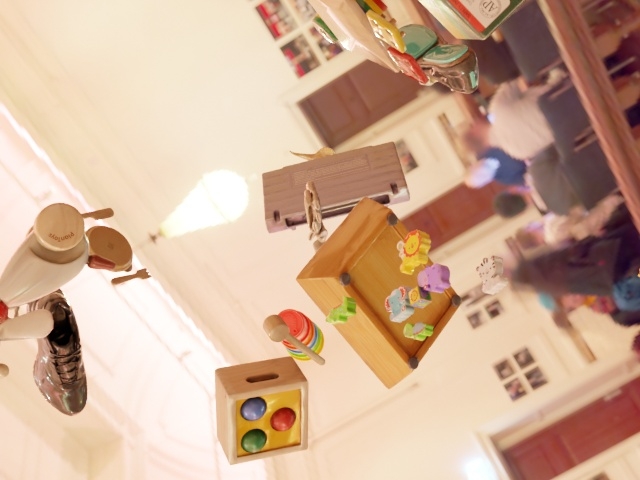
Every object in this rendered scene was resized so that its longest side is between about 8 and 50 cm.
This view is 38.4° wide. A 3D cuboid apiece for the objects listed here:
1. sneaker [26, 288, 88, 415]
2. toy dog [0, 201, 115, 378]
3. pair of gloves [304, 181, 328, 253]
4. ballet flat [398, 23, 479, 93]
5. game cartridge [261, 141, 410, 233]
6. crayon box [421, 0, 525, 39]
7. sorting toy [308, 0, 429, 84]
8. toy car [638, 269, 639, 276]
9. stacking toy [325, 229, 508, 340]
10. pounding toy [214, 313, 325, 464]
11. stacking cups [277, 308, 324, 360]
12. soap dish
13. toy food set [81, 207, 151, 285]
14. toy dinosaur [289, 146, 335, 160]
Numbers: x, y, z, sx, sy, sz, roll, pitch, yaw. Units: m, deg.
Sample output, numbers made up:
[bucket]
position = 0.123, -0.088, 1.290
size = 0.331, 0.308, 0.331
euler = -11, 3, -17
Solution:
[sneaker]
position = -0.545, 0.241, 1.921
size = 0.130, 0.109, 0.286
euler = 15, 120, 58
[toy dog]
position = -0.477, 0.099, 1.576
size = 0.161, 0.333, 0.220
euler = 31, -178, -15
[pair of gloves]
position = 0.000, 0.000, 2.046
size = 0.204, 0.042, 0.240
euler = -85, -13, -75
[ballet flat]
position = 0.215, -0.333, 1.732
size = 0.096, 0.095, 0.280
euler = 57, 178, -30
[game cartridge]
position = 0.032, -0.134, 2.288
size = 0.230, 0.355, 0.068
euler = -97, -7, -58
[crayon box]
position = 0.079, -0.390, 1.053
size = 0.363, 0.106, 0.313
euler = 44, -170, -6
[sorting toy]
position = 0.050, -0.286, 1.163
size = 0.132, 0.046, 0.274
euler = 44, 177, -39
[toy car]
position = 0.550, 0.042, 1.386
size = 0.060, 0.122, 0.040
euler = 102, -175, -57
[stacking toy]
position = 0.135, 0.071, 1.309
size = 0.167, 0.221, 0.052
euler = 16, -130, -32
[pounding toy]
position = -0.064, 0.224, 1.408
size = 0.094, 0.181, 0.206
euler = -133, 39, -60
[stacking cups]
position = -0.051, 0.195, 1.998
size = 0.096, 0.096, 0.316
euler = 61, 177, 16
[soap dish]
position = 0.119, 0.096, 1.705
size = 0.291, 0.229, 0.118
euler = 51, 151, -18
[toy food set]
position = -0.470, 0.022, 2.034
size = 0.132, 0.038, 0.192
euler = -15, -112, -53
[toy dinosaur]
position = 0.002, -0.216, 2.525
size = 0.053, 0.183, 0.092
euler = -89, 5, -59
